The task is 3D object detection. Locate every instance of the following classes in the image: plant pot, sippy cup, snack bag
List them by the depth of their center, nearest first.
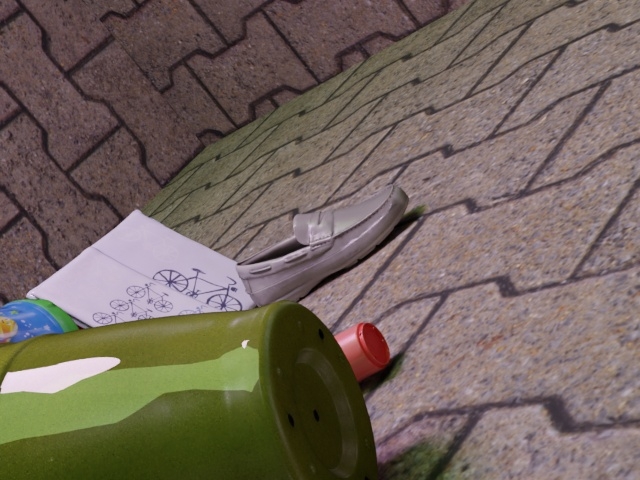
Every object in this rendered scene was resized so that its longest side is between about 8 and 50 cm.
[{"bbox_3d":[-0.145,0.224,1.246,0.353,0.366,0.366,-22,19,20],"label":"plant pot"},{"bbox_3d":[-0.509,0.209,1.851,0.305,0.240,0.224,-53,-25,21],"label":"sippy cup"},{"bbox_3d":[-0.273,0.080,2.091,0.342,0.323,0.037,-45,-25,-52],"label":"snack bag"}]

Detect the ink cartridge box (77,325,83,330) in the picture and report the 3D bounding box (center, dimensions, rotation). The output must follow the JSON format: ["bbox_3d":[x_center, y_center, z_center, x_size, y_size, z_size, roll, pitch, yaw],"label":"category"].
[{"bbox_3d":[-0.392,0.225,2.043,0.078,0.231,0.134,-31,16,30],"label":"ink cartridge box"}]

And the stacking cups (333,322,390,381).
[{"bbox_3d":[-0.053,0.194,1.563,0.316,0.096,0.096,-31,16,23],"label":"stacking cups"}]

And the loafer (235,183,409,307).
[{"bbox_3d":[0.000,0.000,1.986,0.319,0.111,0.112,-35,14,17],"label":"loafer"}]
